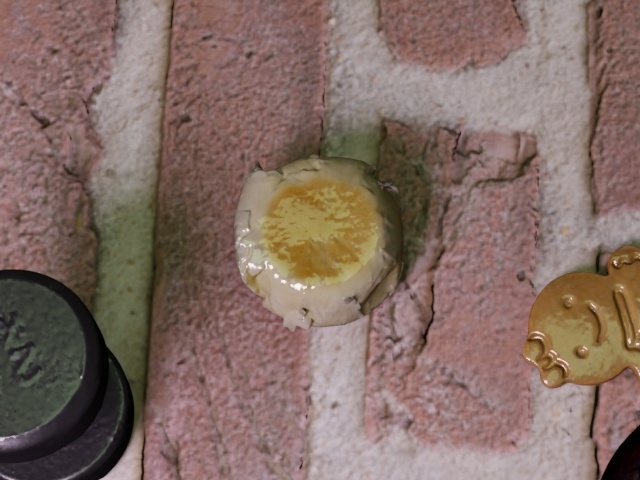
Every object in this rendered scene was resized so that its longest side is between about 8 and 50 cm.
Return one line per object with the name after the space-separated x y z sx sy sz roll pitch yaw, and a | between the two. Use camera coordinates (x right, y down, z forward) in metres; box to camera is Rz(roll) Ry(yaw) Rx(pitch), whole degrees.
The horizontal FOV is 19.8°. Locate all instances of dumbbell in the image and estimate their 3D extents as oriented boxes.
-0.243 0.125 1.537 0.152 0.218 0.152 -1 72 2 | dumbbell

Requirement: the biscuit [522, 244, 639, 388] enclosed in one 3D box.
0.273 0.068 1.648 0.184 0.027 0.133 1 73 1 | biscuit

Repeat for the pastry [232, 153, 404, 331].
0.000 0.000 1.644 0.166 0.088 0.166 0 70 1 | pastry

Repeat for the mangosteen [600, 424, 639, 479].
0.367 0.246 1.465 0.313 0.297 0.297 -3 63 -47 | mangosteen
